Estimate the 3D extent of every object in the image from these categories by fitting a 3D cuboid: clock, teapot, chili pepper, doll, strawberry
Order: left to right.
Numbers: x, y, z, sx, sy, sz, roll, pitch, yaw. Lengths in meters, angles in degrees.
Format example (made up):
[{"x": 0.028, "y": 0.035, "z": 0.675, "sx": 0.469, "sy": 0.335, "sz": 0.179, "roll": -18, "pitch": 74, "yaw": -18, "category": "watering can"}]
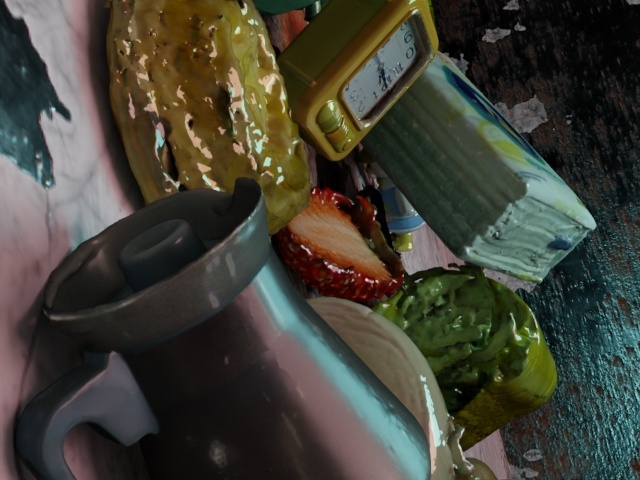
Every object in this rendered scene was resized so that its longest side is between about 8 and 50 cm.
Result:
[{"x": -0.055, "y": 0.098, "z": 0.468, "sx": 0.203, "sy": 0.171, "sz": 0.225, "roll": -45, "pitch": 118, "yaw": -38, "category": "teapot"}, {"x": -0.002, "y": 0.004, "z": 0.909, "sx": 0.208, "sy": 0.087, "sz": 0.167, "roll": 15, "pitch": 38, "yaw": -46, "category": "strawberry"}, {"x": 0.039, "y": -0.205, "z": 0.965, "sx": 0.096, "sy": 0.202, "sz": 0.143, "roll": 40, "pitch": -3, "yaw": 29, "category": "clock"}, {"x": 0.097, "y": -0.005, "z": 1.321, "sx": 0.073, "sy": 0.050, "sz": 0.182, "roll": -2, "pitch": 76, "yaw": -68, "category": "chili pepper"}, {"x": 0.128, "y": -0.100, "z": 1.433, "sx": 0.135, "sy": 0.099, "sz": 0.241, "roll": -53, "pitch": 129, "yaw": -49, "category": "doll"}]

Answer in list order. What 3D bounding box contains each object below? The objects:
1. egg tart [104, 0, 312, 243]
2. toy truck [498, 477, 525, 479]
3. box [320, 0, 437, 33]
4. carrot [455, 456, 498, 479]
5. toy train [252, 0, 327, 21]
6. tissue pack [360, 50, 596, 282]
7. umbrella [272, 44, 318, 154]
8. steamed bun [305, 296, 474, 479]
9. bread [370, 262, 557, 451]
[{"x": -0.076, "y": -0.105, "z": 0.664, "sx": 0.279, "sy": 0.095, "sz": 0.279, "roll": -12, "pitch": 90, "yaw": -75, "category": "egg tart"}, {"x": 0.306, "y": 0.549, "z": 1.377, "sx": 0.305, "sy": 0.162, "sz": 0.136, "roll": -77, "pitch": 151, "yaw": -59, "category": "toy truck"}, {"x": 0.089, "y": -0.433, "z": 1.404, "sx": 0.047, "sy": 0.187, "sz": 0.335, "roll": 58, "pitch": 23, "yaw": -44, "category": "box"}, {"x": 0.231, "y": 0.481, "z": 1.226, "sx": 0.139, "sy": 0.138, "sz": 0.302, "roll": 49, "pitch": 32, "yaw": -61, "category": "carrot"}, {"x": -0.043, "y": -0.367, "z": 0.952, "sx": 0.369, "sy": 0.150, "sz": 0.237, "roll": -23, "pitch": 107, "yaw": -75, "category": "toy train"}, {"x": 0.185, "y": -0.134, "z": 1.175, "sx": 0.287, "sy": 0.162, "sz": 0.388, "roll": 16, "pitch": 33, "yaw": -55, "category": "tissue pack"}, {"x": -0.029, "y": -0.179, "z": 1.053, "sx": 0.027, "sy": 0.025, "sz": 0.165, "roll": -61, "pitch": 138, "yaw": -38, "category": "umbrella"}, {"x": 0.051, "y": 0.164, "z": 0.759, "sx": 0.170, "sy": 0.152, "sz": 0.239, "roll": 60, "pitch": 16, "yaw": -56, "category": "steamed bun"}, {"x": 0.197, "y": 0.178, "z": 1.171, "sx": 0.208, "sy": 0.251, "sz": 0.376, "roll": 65, "pitch": 10, "yaw": 28, "category": "bread"}]
